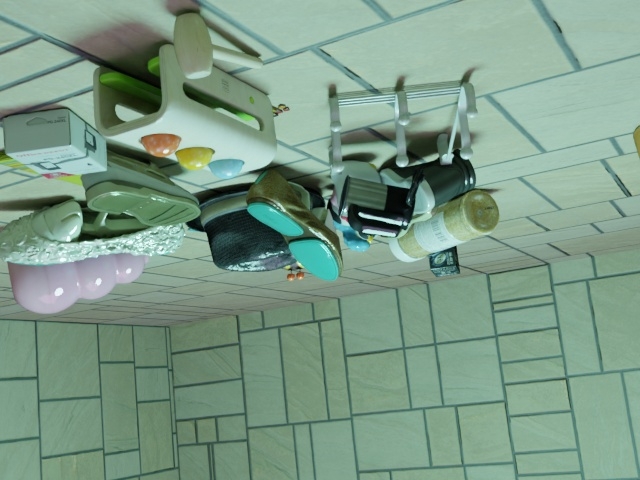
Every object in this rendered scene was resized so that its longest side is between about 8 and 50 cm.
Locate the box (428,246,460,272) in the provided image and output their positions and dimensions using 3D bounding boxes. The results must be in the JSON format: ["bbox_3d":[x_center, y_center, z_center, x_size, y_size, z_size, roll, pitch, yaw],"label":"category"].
[{"bbox_3d":[0.363,0.023,2.406,0.078,0.147,0.180,-9,169,12],"label":"box"}]

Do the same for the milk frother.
[{"bbox_3d":[0.114,-0.089,1.512,0.135,0.143,0.129,11,-155,-6],"label":"milk frother"}]

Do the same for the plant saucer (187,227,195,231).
[{"bbox_3d":[-0.254,-0.049,2.047,0.192,0.018,0.067,-15,166,41],"label":"plant saucer"}]

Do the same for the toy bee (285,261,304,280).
[{"bbox_3d":[-0.074,0.033,2.195,0.195,0.162,0.298,-11,168,34],"label":"toy bee"}]

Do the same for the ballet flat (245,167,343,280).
[{"bbox_3d":[-0.039,-0.042,1.745,0.116,0.124,0.342,-5,147,35],"label":"ballet flat"}]

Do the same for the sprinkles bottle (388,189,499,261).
[{"bbox_3d":[0.323,-0.033,2.166,0.121,0.121,0.355,0,168,-28],"label":"sprinkles bottle"}]

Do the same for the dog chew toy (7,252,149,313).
[{"bbox_3d":[-0.593,0.062,2.002,0.332,0.206,0.206,-11,171,-20],"label":"dog chew toy"}]

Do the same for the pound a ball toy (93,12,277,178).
[{"bbox_3d":[-0.162,-0.178,1.134,0.208,0.135,0.319,-11,168,26],"label":"pound a ball toy"}]

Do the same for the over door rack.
[{"bbox_3d":[0.135,-0.169,1.414,0.240,0.108,0.324,-5,169,0],"label":"over door rack"}]

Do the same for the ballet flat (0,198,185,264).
[{"bbox_3d":[-0.496,-0.038,1.773,0.409,0.147,0.147,-4,169,-24],"label":"ballet flat"}]

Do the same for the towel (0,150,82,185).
[{"bbox_3d":[-0.481,-0.135,1.490,0.102,0.021,0.237,-5,171,23],"label":"towel"}]

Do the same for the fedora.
[{"bbox_3d":[-0.145,-0.014,1.881,0.334,0.152,0.334,-8,165,-2],"label":"fedora"}]

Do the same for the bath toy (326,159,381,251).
[{"bbox_3d":[0.083,-0.068,1.781,0.151,0.129,0.348,10,168,4],"label":"bath toy"}]

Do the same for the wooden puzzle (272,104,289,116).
[{"bbox_3d":[-0.094,-0.211,1.335,0.083,0.006,0.049,-12,167,30],"label":"wooden puzzle"}]

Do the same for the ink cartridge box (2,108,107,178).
[{"bbox_3d":[-0.424,-0.153,1.303,0.109,0.063,0.150,-7,169,6],"label":"ink cartridge box"}]

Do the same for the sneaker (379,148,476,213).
[{"bbox_3d":[0.225,-0.123,1.682,0.147,0.104,0.296,-24,-170,-12],"label":"sneaker"}]

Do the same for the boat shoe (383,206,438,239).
[{"bbox_3d":[0.191,-0.075,2.010,0.095,0.095,0.257,13,156,-20],"label":"boat shoe"}]

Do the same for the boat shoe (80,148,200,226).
[{"bbox_3d":[-0.329,-0.100,1.524,0.113,0.103,0.302,-23,163,18],"label":"boat shoe"}]

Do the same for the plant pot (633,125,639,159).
[{"bbox_3d":[0.796,-0.148,1.624,0.291,0.203,0.291,-5,170,-1],"label":"plant pot"}]
